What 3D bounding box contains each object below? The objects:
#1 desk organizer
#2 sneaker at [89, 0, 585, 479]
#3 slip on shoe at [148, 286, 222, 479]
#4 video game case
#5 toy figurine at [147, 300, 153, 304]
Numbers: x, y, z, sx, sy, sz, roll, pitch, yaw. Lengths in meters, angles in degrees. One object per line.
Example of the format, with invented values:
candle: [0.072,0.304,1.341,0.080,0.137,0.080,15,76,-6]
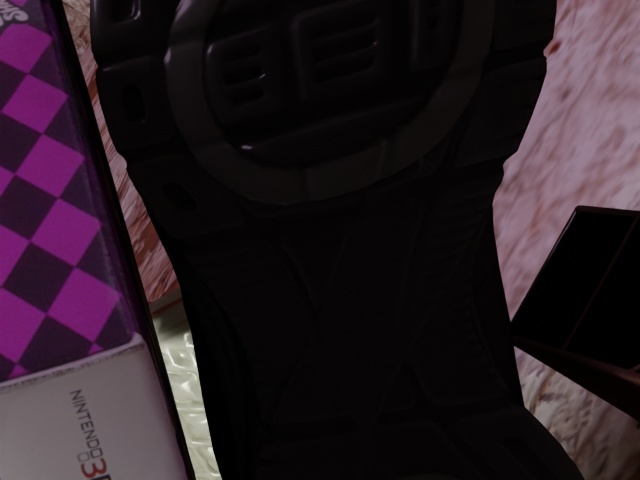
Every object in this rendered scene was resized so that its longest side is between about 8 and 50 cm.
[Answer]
desk organizer: [0.095,0.024,0.429,0.047,0.050,0.130,-60,13,-4]
sneaker: [0.000,0.000,0.448,0.130,0.109,0.286,-155,59,-79]
slip on shoe: [-0.041,0.073,0.690,0.101,0.123,0.331,-63,9,-33]
video game case: [-0.067,0.012,0.459,0.210,0.041,0.232,81,172,-47]
toy figurine: [-0.153,0.095,1.118,0.159,0.130,0.173,-40,-6,17]
